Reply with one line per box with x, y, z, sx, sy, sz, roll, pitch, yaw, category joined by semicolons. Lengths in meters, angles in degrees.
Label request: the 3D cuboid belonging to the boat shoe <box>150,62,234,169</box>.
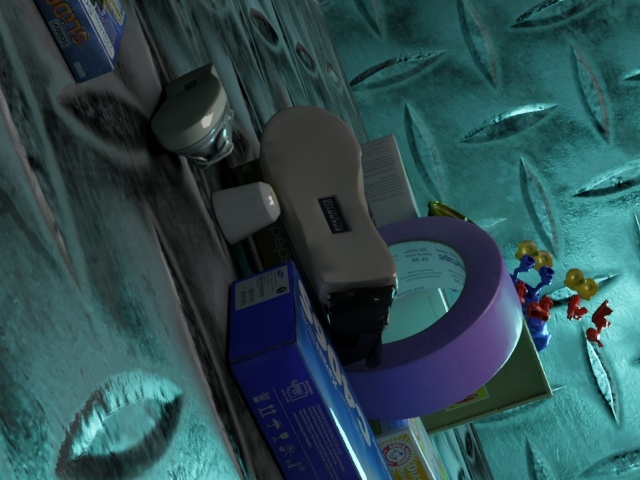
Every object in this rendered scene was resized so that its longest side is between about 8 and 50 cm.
-0.119;-0.120;1.374;0.081;0.079;0.227;62;7;-19;boat shoe

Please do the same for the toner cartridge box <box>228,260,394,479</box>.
0.005;0.209;1.406;0.165;0.075;0.348;-93;161;-62;toner cartridge box

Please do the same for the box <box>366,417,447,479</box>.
0.089;0.283;1.687;0.114;0.103;0.203;-99;166;-56;box

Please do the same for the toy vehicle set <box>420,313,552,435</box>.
0.218;0.217;2.126;0.035;0.266;0.166;-94;163;-59;toy vehicle set

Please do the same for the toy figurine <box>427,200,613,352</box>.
0.282;0.119;2.252;0.362;0.217;0.191;29;32;-7;toy figurine

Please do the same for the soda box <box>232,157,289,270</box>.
-0.047;-0.012;1.646;0.058;0.061;0.181;36;35;-77;soda box

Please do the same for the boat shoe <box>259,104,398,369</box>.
0.000;0.000;1.558;0.340;0.127;0.158;-105;-166;-45;boat shoe

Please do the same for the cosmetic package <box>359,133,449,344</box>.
0.115;0.019;2.331;0.197;0.155;0.366;66;7;-48;cosmetic package

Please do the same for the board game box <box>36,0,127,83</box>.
-0.227;-0.249;1.129;0.136;0.035;0.201;-95;163;-62;board game box

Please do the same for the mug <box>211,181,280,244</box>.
-0.081;-0.040;1.485;0.078;0.064;0.062;-100;167;-52;mug

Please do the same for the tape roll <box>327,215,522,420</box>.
0.106;0.092;1.658;0.275;0.274;0.090;-99;165;-54;tape roll
